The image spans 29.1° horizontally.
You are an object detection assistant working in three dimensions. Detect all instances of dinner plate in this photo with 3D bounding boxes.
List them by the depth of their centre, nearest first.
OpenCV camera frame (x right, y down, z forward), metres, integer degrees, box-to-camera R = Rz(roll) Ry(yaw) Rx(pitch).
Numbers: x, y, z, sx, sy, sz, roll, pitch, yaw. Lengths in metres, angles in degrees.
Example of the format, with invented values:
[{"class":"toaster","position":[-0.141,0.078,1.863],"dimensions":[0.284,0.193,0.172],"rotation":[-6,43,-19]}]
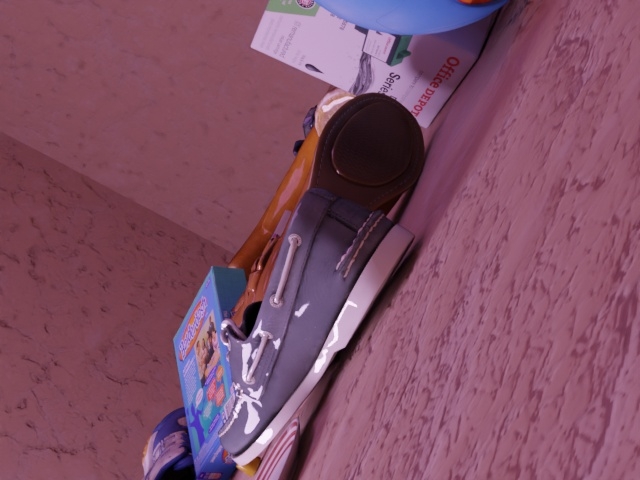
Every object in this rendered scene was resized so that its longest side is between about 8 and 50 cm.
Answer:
[{"class":"dinner plate","position":[-0.046,0.213,1.023],"dimensions":[0.141,0.017,0.141],"rotation":[-62,3,5]}]

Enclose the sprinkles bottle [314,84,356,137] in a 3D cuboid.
[{"class":"sprinkles bottle","position":[0.098,-0.246,1.584],"dimensions":[0.121,0.121,0.355],"rotation":[-59,5,46]}]

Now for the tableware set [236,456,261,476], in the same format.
[{"class":"tableware set","position":[-0.043,0.174,1.263],"dimensions":[0.154,0.024,0.104],"rotation":[-60,7,18]}]

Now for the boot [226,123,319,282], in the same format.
[{"class":"boot","position":[-0.045,-0.020,1.703],"dimensions":[0.211,0.104,0.295],"rotation":[-41,-22,-37]}]

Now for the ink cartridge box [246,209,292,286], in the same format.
[{"class":"ink cartridge box","position":[-0.035,0.040,1.583],"dimensions":[0.090,0.092,0.143],"rotation":[-59,4,44]}]

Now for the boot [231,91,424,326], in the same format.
[{"class":"boot","position":[0.000,0.000,1.251],"dimensions":[0.220,0.109,0.283],"rotation":[-51,18,53]}]

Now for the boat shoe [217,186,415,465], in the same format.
[{"class":"boat shoe","position":[-0.030,0.077,1.063],"dimensions":[0.116,0.099,0.319],"rotation":[-52,-4,-48]}]

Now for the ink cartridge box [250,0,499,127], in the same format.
[{"class":"ink cartridge box","position":[0.056,-0.230,1.301],"dimensions":[0.160,0.219,0.092],"rotation":[123,170,-62]}]

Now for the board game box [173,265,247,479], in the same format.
[{"class":"board game box","position":[-0.123,0.162,1.509],"dimensions":[0.160,0.047,0.210],"rotation":[-59,36,43]}]

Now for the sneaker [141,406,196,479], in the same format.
[{"class":"sneaker","position":[-0.197,0.338,1.787],"dimensions":[0.131,0.112,0.296],"rotation":[-39,17,32]}]

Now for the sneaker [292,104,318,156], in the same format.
[{"class":"sneaker","position":[0.037,-0.206,2.169],"dimensions":[0.300,0.121,0.111],"rotation":[-58,5,46]}]

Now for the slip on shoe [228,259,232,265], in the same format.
[{"class":"slip on shoe","position":[-0.089,0.071,1.995],"dimensions":[0.331,0.123,0.101],"rotation":[-48,18,57]}]

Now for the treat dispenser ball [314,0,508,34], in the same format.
[{"class":"treat dispenser ball","position":[0.082,-0.329,1.095],"dimensions":[0.288,0.288,0.288],"rotation":[-62,4,7]}]
